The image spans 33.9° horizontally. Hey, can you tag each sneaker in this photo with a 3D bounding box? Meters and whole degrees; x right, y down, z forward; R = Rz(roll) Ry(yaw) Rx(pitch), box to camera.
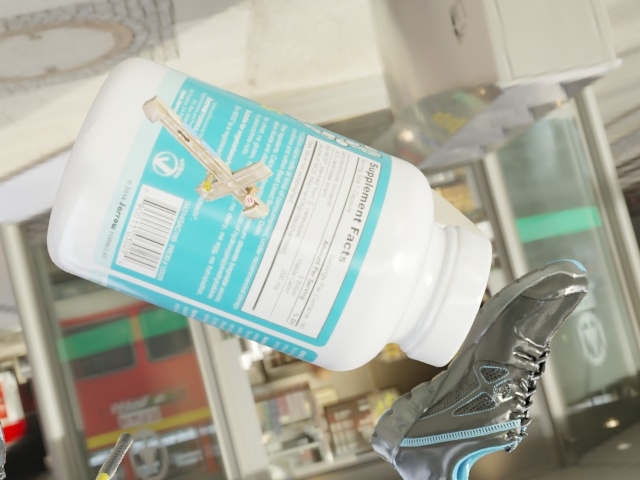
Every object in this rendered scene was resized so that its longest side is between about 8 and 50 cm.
[{"bbox_3d":[0.218,0.172,1.263,0.341,0.139,0.125,-51,151,13],"label":"sneaker"}]

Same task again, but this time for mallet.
[{"bbox_3d":[-0.213,0.236,0.991,0.062,0.039,0.190,-56,-176,7],"label":"mallet"}]

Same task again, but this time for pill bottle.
[{"bbox_3d":[-0.028,-0.006,0.679,0.264,0.146,0.146,22,170,-6],"label":"pill bottle"}]

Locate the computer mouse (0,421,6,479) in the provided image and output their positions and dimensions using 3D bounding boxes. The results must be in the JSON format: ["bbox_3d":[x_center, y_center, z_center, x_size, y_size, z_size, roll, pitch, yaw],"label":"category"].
[{"bbox_3d":[-0.335,0.125,0.762,0.184,0.262,0.060,-13,-162,-9],"label":"computer mouse"}]

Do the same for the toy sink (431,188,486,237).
[{"bbox_3d":[0.000,0.000,0.934,0.234,0.131,0.153,16,-164,-21],"label":"toy sink"}]

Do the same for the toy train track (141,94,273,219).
[{"bbox_3d":[-0.056,-0.036,0.513,0.048,0.083,0.014,-19,-144,38],"label":"toy train track"}]
